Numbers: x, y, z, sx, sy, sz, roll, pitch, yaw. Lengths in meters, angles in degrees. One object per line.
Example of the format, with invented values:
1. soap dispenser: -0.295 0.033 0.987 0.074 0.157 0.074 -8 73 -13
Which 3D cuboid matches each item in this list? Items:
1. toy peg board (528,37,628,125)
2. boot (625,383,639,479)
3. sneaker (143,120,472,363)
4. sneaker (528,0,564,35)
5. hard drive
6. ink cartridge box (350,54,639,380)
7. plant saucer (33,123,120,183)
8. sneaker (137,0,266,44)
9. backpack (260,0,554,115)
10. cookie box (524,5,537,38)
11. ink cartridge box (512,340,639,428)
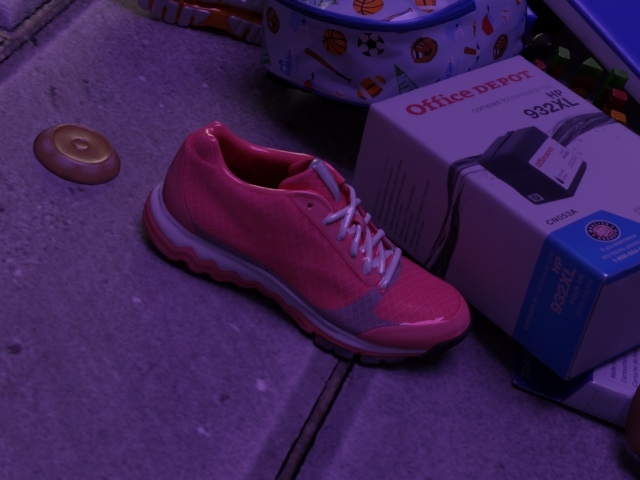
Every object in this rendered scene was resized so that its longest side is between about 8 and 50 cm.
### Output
1. toy peg board: 0.285 -0.154 1.803 0.161 0.079 0.160 18 35 -9
2. boot: 0.316 0.192 1.394 0.087 0.042 0.118 29 51 -25
3. sneaker: 0.000 0.000 1.380 0.314 0.136 0.116 24 36 -2
4. sneaker: 0.240 -0.371 1.979 0.267 0.101 0.106 43 45 -27
5. hard drive: 0.415 -0.241 1.955 0.318 0.040 0.210 48 38 4
6. ink cartridge box: 0.212 -0.033 1.506 0.223 0.129 0.307 -21 48 -37
7. plant saucer: -0.224 -0.085 1.457 0.083 0.015 0.083 16 36 -12
8. sneaker: -0.128 -0.281 1.720 0.215 0.084 0.083 21 34 -25
9. backpack: 0.069 -0.246 1.626 0.276 0.213 0.263 16 40 31
10. cookie box: 0.186 -0.244 1.848 0.107 0.092 0.040 1 45 -32
11. ink cartridge box: 0.299 0.097 1.516 0.224 0.045 0.223 21 36 -6
